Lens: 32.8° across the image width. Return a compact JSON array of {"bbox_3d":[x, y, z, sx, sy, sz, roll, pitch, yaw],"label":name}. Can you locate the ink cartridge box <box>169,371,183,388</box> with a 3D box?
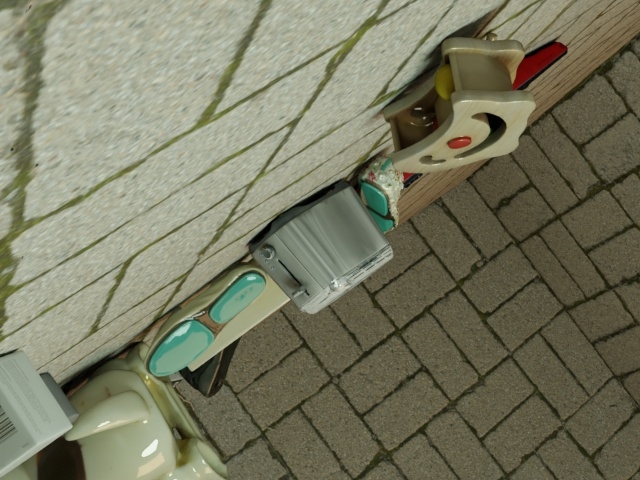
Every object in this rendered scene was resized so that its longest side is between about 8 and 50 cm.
[{"bbox_3d":[-0.373,0.309,2.125,0.165,0.065,0.333,-45,171,8],"label":"ink cartridge box"}]

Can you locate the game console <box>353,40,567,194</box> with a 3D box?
[{"bbox_3d":[0.240,-0.191,1.926,0.386,0.060,0.342,-39,174,42],"label":"game console"}]

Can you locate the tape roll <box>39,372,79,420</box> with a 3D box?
[{"bbox_3d":[-0.430,0.267,1.437,0.219,0.072,0.219,-36,175,-4],"label":"tape roll"}]

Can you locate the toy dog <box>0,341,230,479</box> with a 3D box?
[{"bbox_3d":[-0.398,0.397,1.756,0.408,0.284,0.395,-34,175,0],"label":"toy dog"}]

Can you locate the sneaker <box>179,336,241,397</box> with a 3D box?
[{"bbox_3d":[-0.244,0.212,2.342,0.087,0.130,0.227,-17,132,-64],"label":"sneaker"}]

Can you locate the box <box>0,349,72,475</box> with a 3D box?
[{"bbox_3d":[-0.335,0.186,1.122,0.102,0.101,0.087,-36,176,12],"label":"box"}]

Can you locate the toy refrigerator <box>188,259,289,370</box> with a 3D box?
[{"bbox_3d":[-0.141,0.107,1.904,0.269,0.094,0.102,-36,-177,0],"label":"toy refrigerator"}]

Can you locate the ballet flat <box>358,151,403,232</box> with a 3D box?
[{"bbox_3d":[0.103,-0.074,1.784,0.077,0.091,0.241,-57,174,-15],"label":"ballet flat"}]

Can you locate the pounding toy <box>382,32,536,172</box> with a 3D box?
[{"bbox_3d":[0.153,-0.178,1.302,0.154,0.154,0.269,-8,163,-3],"label":"pounding toy"}]

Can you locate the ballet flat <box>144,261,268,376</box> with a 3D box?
[{"bbox_3d":[-0.190,0.121,1.763,0.248,0.086,0.086,-39,176,-2],"label":"ballet flat"}]

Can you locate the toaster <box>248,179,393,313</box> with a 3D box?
[{"bbox_3d":[0.011,0.010,1.671,0.227,0.146,0.129,-32,175,-47],"label":"toaster"}]
